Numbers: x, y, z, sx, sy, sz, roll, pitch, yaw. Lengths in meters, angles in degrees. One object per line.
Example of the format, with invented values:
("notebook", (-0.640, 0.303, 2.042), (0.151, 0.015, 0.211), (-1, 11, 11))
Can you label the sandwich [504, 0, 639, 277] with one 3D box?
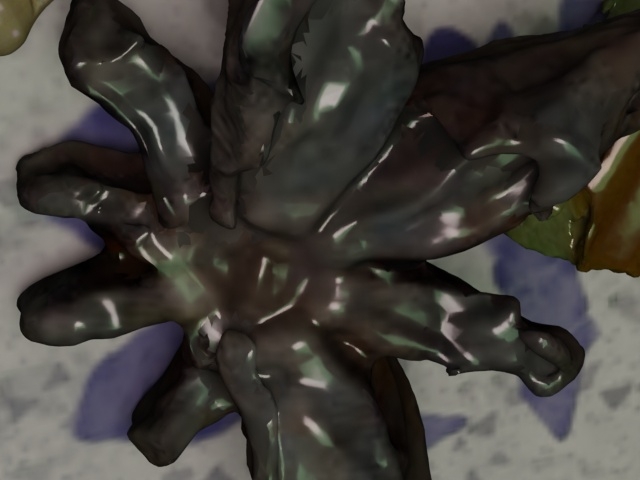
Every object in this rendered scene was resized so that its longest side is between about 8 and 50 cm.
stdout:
("sandwich", (0.205, -0.058, 0.635), (0.212, 0.063, 0.245), (30, 98, -25))

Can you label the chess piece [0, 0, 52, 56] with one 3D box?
("chess piece", (-0.114, -0.063, 0.545), (0.092, 0.035, 0.035), (-33, 116, -9))

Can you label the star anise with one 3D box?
("star anise", (0.002, -0.004, 0.550), (0.198, 0.110, 0.257), (24, 116, -10))
